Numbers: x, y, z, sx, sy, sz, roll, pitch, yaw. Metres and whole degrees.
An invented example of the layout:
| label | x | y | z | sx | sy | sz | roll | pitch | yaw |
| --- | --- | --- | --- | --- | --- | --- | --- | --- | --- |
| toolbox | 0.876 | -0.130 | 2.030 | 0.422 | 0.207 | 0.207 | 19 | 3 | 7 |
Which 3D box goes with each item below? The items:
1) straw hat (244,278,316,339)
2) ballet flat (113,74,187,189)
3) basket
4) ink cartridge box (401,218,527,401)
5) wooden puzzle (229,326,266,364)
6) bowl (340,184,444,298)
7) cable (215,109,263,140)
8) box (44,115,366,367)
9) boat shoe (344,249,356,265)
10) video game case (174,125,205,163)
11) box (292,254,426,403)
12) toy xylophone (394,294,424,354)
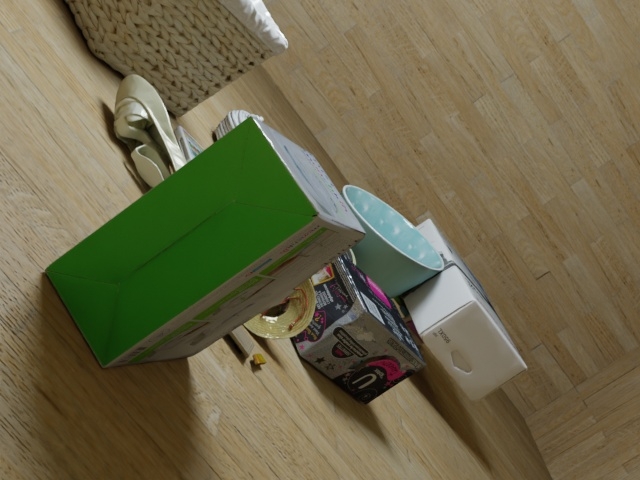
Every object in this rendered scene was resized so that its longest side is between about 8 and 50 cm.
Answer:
| label | x | y | z | sx | sy | sz | roll | pitch | yaw |
| --- | --- | --- | --- | --- | --- | --- | --- | --- | --- |
| straw hat | -0.084 | 0.089 | 1.465 | 0.144 | 0.144 | 0.061 | 54 | -32 | -9 |
| ballet flat | -0.255 | -0.146 | 1.423 | 0.248 | 0.086 | 0.086 | 59 | 10 | 17 |
| basket | -0.286 | -0.452 | 1.740 | 0.328 | 0.266 | 0.331 | 59 | 9 | 23 |
| ink cartridge box | 0.334 | 0.172 | 2.449 | 0.285 | 0.166 | 0.395 | 49 | 12 | -30 |
| wooden puzzle | -0.117 | 0.129 | 1.329 | 0.116 | 0.014 | 0.078 | 55 | 5 | 1 |
| bowl | 0.129 | 0.025 | 2.331 | 0.312 | 0.163 | 0.311 | 36 | 16 | -12 |
| cable | -0.129 | -0.166 | 2.072 | 0.257 | 0.089 | 0.257 | 58 | 11 | 16 |
| box | -0.106 | 0.013 | 1.018 | 0.126 | 0.262 | 0.231 | 57 | 10 | 11 |
| boat shoe | 0.001 | -0.001 | 2.193 | 0.073 | 0.080 | 0.223 | 35 | 16 | -50 |
| video game case | -0.202 | -0.121 | 1.762 | 0.157 | 0.019 | 0.143 | 45 | 13 | -42 |
| box | 0.050 | 0.154 | 1.683 | 0.247 | 0.142 | 0.163 | 42 | 17 | -49 |
| toy xylophone | 0.207 | 0.171 | 2.587 | 0.236 | 0.081 | 0.322 | 46 | 13 | -46 |
